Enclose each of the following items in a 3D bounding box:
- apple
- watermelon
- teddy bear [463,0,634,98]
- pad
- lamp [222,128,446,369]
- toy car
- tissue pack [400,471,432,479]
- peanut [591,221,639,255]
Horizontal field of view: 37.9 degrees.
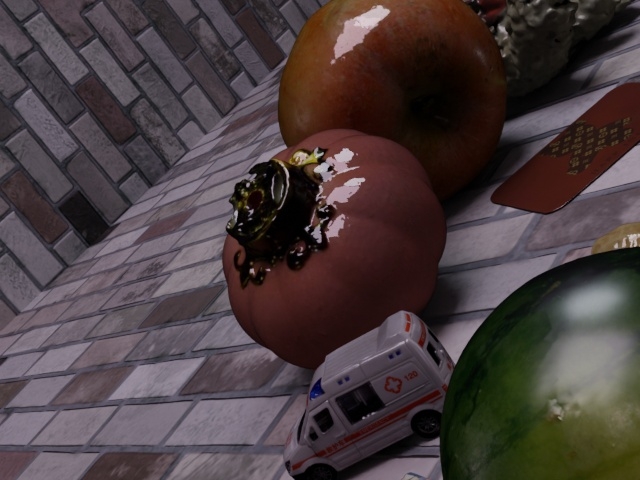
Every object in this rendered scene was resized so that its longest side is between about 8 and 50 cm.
[{"bbox_3d":[0.100,-0.216,1.366,0.338,0.338,0.305,-38,29,-3],"label":"apple"},{"bbox_3d":[0.192,0.123,0.546,0.242,0.242,0.242,-33,19,13],"label":"watermelon"},{"bbox_3d":[0.339,-0.374,1.540,0.357,0.224,0.367,1,35,48],"label":"teddy bear"},{"bbox_3d":[0.353,-0.127,1.227,0.267,0.004,0.181,-40,19,-9],"label":"pad"},{"bbox_3d":[0.000,0.000,1.131,0.305,0.239,0.305,-27,48,33],"label":"lamp"},{"bbox_3d":[0.036,0.162,0.942,0.209,0.108,0.089,-31,19,18],"label":"toy car"},{"bbox_3d":[0.088,0.235,0.748,0.074,0.059,0.094,-43,19,-23],"label":"tissue pack"},{"bbox_3d":[0.314,0.022,0.826,0.080,0.080,0.174,-46,22,-25],"label":"peanut"}]
